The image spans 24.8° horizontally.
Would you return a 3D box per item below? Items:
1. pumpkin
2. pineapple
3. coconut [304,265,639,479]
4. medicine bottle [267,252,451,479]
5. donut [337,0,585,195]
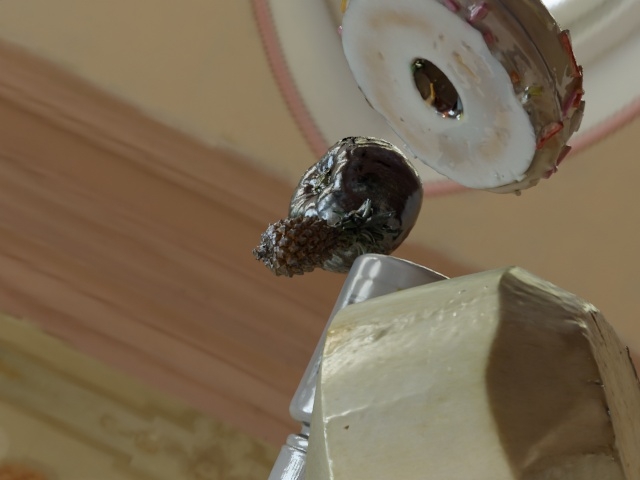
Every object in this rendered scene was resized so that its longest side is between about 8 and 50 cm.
[{"bbox_3d":[0.054,-0.057,2.285,0.163,0.233,0.233,37,-149,-21],"label":"pumpkin"},{"bbox_3d":[0.001,0.001,2.035,0.221,0.103,0.083,-13,-111,-31],"label":"pineapple"},{"bbox_3d":[0.122,0.178,1.238,0.323,0.323,0.323,18,-144,-14],"label":"coconut"},{"bbox_3d":[0.074,0.207,1.843,0.208,0.340,0.208,23,170,4],"label":"medicine bottle"},{"bbox_3d":[0.197,-0.237,1.959,0.382,0.383,0.142,40,-116,17],"label":"donut"}]
